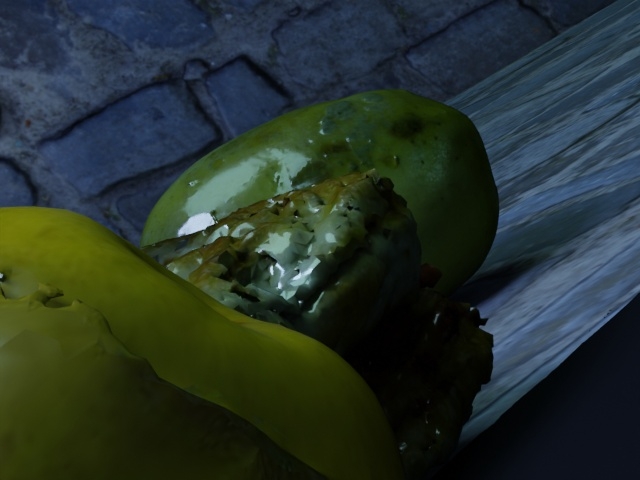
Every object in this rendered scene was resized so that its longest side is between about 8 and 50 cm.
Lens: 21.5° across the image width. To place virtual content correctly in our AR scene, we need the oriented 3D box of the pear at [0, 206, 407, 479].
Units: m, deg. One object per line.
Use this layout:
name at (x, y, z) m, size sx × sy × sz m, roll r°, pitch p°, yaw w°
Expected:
pear at (-0.114, 0.157, 0.517) m, size 0.285 × 0.336 × 0.285 m, roll 15°, pitch 13°, yaw -3°

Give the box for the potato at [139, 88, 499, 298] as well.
potato at (-0.002, -0.003, 1.340) m, size 0.304 × 0.216 × 0.216 m, roll -36°, pitch 8°, yaw -15°

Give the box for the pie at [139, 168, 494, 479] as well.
pie at (-0.126, 0.110, 0.921) m, size 0.418 × 0.180 × 0.395 m, roll -18°, pitch 18°, yaw 40°

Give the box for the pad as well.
pad at (0.126, 0.109, 0.795) m, size 0.375 × 0.063 × 0.315 m, roll -39°, pitch 5°, yaw -14°
